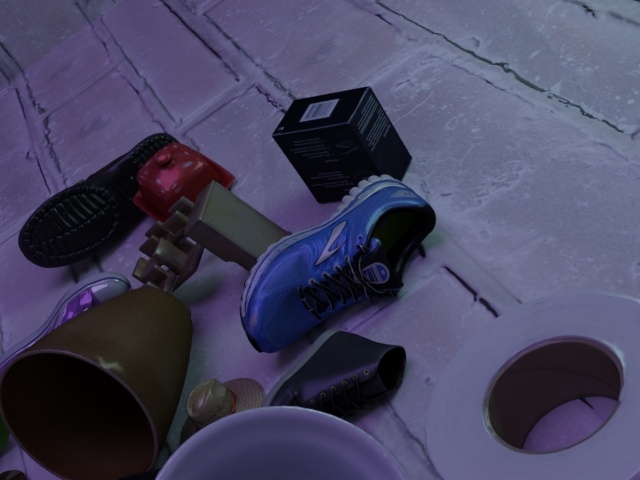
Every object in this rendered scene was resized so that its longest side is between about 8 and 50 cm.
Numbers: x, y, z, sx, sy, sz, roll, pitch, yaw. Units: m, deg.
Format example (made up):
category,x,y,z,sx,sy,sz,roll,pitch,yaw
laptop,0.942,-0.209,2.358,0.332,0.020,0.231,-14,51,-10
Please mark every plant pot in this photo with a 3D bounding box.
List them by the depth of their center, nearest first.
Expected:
category,x,y,z,sx,sy,sz,roll,pitch,yaw
plant pot,-0.287,0.183,1.452,0.237,0.237,0.254,-16,22,27

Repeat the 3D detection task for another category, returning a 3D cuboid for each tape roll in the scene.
category,x,y,z,sx,sy,sz,roll,pitch,yaw
tape roll,0.255,0.186,1.048,0.286,0.100,0.286,-23,34,17

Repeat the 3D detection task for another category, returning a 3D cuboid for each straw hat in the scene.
category,x,y,z,sx,sy,sz,roll,pitch,yaw
straw hat,-0.150,0.227,1.391,0.144,0.061,0.144,-24,34,17

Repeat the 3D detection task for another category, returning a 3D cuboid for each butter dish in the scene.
category,x,y,z,sx,sy,sz,roll,pitch,yaw
butter dish,-0.270,-0.121,1.873,0.160,0.118,0.160,-45,50,-16

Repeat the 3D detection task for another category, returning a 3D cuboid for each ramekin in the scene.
category,x,y,z,sx,sy,sz,roll,pitch,yaw
ramekin,-0.039,0.317,1.002,0.277,0.135,0.277,4,56,-5

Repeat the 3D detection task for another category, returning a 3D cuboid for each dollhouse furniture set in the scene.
category,x,y,z,sx,sy,sz,roll,pitch,yaw
dollhouse furniture set,-0.187,0.043,1.635,0.242,0.161,0.212,-40,25,36

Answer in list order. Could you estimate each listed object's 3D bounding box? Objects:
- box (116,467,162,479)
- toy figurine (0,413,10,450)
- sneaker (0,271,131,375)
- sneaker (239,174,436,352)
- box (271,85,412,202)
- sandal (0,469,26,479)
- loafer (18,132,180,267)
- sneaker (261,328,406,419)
category,x,y,z,sx,sy,sz,roll,pitch,yaw
box,-0.200,0.368,1.268,0.184,0.045,0.190,-19,36,26
toy figurine,-0.590,0.264,1.629,0.173,0.130,0.159,-10,31,-15
sneaker,-0.401,0.185,1.645,0.282,0.102,0.161,-44,36,4
sneaker,0.028,0.036,1.420,0.330,0.130,0.147,-43,31,-13
box,0.036,-0.150,1.623,0.156,0.158,0.093,-4,44,38
sandal,-0.506,0.407,1.492,0.180,0.049,0.072,-35,35,-29
loafer,-0.419,-0.068,1.978,0.366,0.134,0.130,-36,8,-20
sneaker,0.011,0.199,1.263,0.118,0.083,0.222,2,46,42
